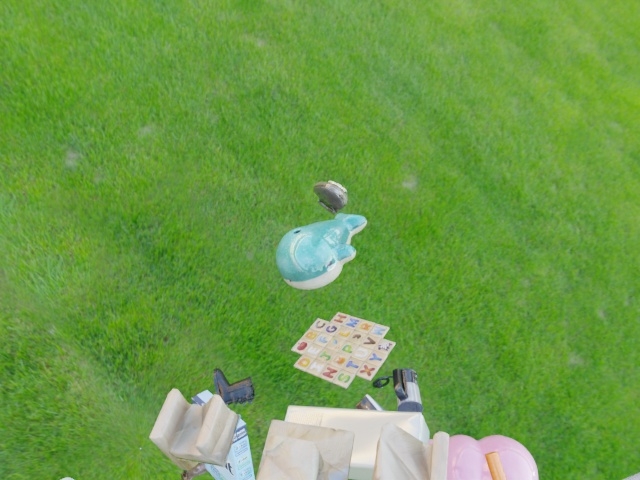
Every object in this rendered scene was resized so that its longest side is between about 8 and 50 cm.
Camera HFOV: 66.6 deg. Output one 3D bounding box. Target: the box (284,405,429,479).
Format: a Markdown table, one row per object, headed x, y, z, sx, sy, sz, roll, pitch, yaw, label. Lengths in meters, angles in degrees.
| x | y | z | sx | sy | sz | roll | pitch | yaw | label |
| --- | --- | --- | --- | --- | --- | --- | --- | --- | --- |
| 0.063 | 0.390 | 0.934 | 0.275 | 0.094 | 0.113 | -3 | 48 | 22 | box |

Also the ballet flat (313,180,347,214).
| x | y | z | sx | sy | sz | roll | pitch | yaw | label |
| --- | --- | --- | --- | --- | --- | --- | --- | --- | --- |
| 0.031 | -0.107 | 1.140 | 0.084 | 0.250 | 0.058 | 38 | 87 | 4 | ballet flat |

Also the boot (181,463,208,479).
| x | y | z | sx | sy | sz | roll | pitch | yaw | label |
| --- | --- | --- | --- | --- | --- | --- | --- | --- | --- |
| -0.366 | 0.685 | 1.495 | 0.114 | 0.106 | 0.037 | -7 | 40 | -37 | boot |

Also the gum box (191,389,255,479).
| x | y | z | sx | sy | sz | roll | pitch | yaw | label |
| --- | --- | --- | --- | --- | --- | --- | --- | --- | --- |
| -0.195 | 0.420 | 0.988 | 0.041 | 0.157 | 0.185 | -20 | 113 | -36 | gum box |

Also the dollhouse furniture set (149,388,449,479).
| x | y | z | sx | sy | sz | roll | pitch | yaw | label |
| --- | --- | --- | --- | --- | --- | --- | --- | --- | --- |
| -0.047 | 0.428 | 0.575 | 0.361 | 0.257 | 0.394 | 3 | 48 | 14 | dollhouse furniture set |

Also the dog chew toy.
| x | y | z | sx | sy | sz | roll | pitch | yaw | label |
| --- | --- | --- | --- | --- | --- | --- | --- | --- | --- |
| 0.412 | 0.635 | 1.344 | 0.331 | 0.207 | 0.207 | 5 | 64 | 9 | dog chew toy |

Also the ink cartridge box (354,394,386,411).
| x | y | z | sx | sy | sz | roll | pitch | yaw | label |
| --- | --- | --- | --- | --- | --- | --- | --- | --- | --- |
| 0.242 | 0.628 | 1.578 | 0.069 | 0.371 | 0.176 | -44 | 50 | -3 | ink cartridge box |

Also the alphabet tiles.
| x | y | z | sx | sy | sz | roll | pitch | yaw | label |
| --- | --- | --- | --- | --- | --- | --- | --- | --- | --- |
| 0.075 | 0.372 | 1.704 | 0.285 | 0.342 | 0.011 | -45 | 130 | -36 | alphabet tiles |

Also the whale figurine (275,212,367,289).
| x | y | z | sx | sy | sz | roll | pitch | yaw | label |
| --- | --- | --- | --- | --- | --- | --- | --- | --- | --- |
| 0.000 | 0.000 | 1.252 | 0.272 | 0.216 | 0.141 | -45 | 124 | -27 | whale figurine |

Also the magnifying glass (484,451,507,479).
| x | y | z | sx | sy | sz | roll | pitch | yaw | label |
| --- | --- | --- | --- | --- | --- | --- | --- | --- | --- |
| 0.367 | 0.533 | 0.941 | 0.092 | 0.026 | 0.231 | -3 | 70 | -28 | magnifying glass |

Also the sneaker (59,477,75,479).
| x | y | z | sx | sy | sz | roll | pitch | yaw | label |
| --- | --- | --- | --- | --- | --- | --- | --- | --- | --- |
| -0.754 | 0.837 | 1.426 | 0.161 | 0.102 | 0.282 | -18 | 106 | -5 | sneaker |

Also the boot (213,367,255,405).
| x | y | z | sx | sy | sz | roll | pitch | yaw | label |
| --- | --- | --- | --- | --- | --- | --- | --- | --- | --- |
| -0.233 | 0.390 | 1.314 | 0.099 | 0.045 | 0.121 | -16 | 52 | -5 | boot |

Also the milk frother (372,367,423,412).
| x | y | z | sx | sy | sz | roll | pitch | yaw | label |
| --- | --- | --- | --- | --- | --- | --- | --- | --- | --- |
| 0.254 | 0.511 | 1.629 | 0.129 | 0.143 | 0.135 | 34 | 30 | -20 | milk frother |

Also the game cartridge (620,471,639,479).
| x | y | z | sx | sy | sz | roll | pitch | yaw | label |
| --- | --- | --- | --- | --- | --- | --- | --- | --- | --- |
| 0.549 | 0.477 | 0.756 | 0.196 | 0.060 | 0.294 | -32 | 102 | 9 | game cartridge |
